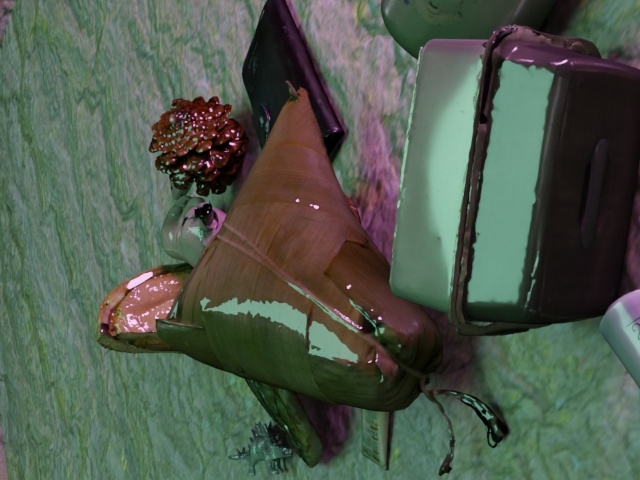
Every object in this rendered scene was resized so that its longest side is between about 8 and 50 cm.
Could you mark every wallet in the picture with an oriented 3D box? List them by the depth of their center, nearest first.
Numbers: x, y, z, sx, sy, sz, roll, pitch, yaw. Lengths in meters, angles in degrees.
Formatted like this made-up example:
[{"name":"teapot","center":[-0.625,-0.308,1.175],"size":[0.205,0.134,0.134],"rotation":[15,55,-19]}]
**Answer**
[{"name":"wallet","center":[-0.055,-0.209,1.852],"size":[0.172,0.045,0.318],"rotation":[-59,37,40]}]

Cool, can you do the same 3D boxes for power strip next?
[{"name":"power strip","center":[-0.245,-0.119,2.234],"size":[0.136,0.019,0.051],"rotation":[-51,46,48]}]

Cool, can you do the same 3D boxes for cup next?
[{"name":"cup","center":[0.317,0.093,1.101],"size":[0.104,0.074,0.116],"rotation":[-39,52,19]}]

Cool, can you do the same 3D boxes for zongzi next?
[{"name":"zongzi","center":[0.051,0.021,1.473],"size":[0.447,0.181,0.418],"rotation":[13,77,36]}]

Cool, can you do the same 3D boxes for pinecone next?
[{"name":"pinecone","center":[-0.193,-0.146,2.001],"size":[0.173,0.173,0.173],"rotation":[-10,79,62]}]

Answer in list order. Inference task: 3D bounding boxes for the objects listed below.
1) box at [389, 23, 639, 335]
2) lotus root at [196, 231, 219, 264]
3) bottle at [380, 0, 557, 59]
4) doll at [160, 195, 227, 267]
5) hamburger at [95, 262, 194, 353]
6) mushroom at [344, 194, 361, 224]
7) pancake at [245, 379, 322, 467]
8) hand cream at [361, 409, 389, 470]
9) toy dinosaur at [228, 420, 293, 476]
[{"name":"box","center":[0.191,-0.054,1.183],"size":[0.166,0.220,0.290],"rotation":[12,99,40]},{"name":"lotus root","center":[-0.126,0.049,1.882],"size":[0.138,0.138,0.214],"rotation":[20,90,61]},{"name":"bottle","center":[0.201,-0.333,1.248],"size":[0.347,0.168,0.168],"rotation":[-60,38,39]},{"name":"doll","center":[-0.192,-0.007,2.014],"size":[0.192,0.095,0.149],"rotation":[10,127,56]},{"name":"hamburger","center":[-0.276,0.121,2.072],"size":[0.135,0.208,0.155],"rotation":[109,151,-63]},{"name":"mushroom","center":[0.001,0.000,1.683],"size":[0.170,0.080,0.135],"rotation":[-1,78,54]},{"name":"pancake","center":[-0.067,0.204,1.726],"size":[0.253,0.037,0.253],"rotation":[55,166,22]},{"name":"hand cream","center":[0.073,0.220,1.588],"size":[0.061,0.039,0.143],"rotation":[24,118,54]},{"name":"toy dinosaur","center":[-0.089,0.315,1.873],"size":[0.209,0.039,0.082],"rotation":[-25,65,60]}]
